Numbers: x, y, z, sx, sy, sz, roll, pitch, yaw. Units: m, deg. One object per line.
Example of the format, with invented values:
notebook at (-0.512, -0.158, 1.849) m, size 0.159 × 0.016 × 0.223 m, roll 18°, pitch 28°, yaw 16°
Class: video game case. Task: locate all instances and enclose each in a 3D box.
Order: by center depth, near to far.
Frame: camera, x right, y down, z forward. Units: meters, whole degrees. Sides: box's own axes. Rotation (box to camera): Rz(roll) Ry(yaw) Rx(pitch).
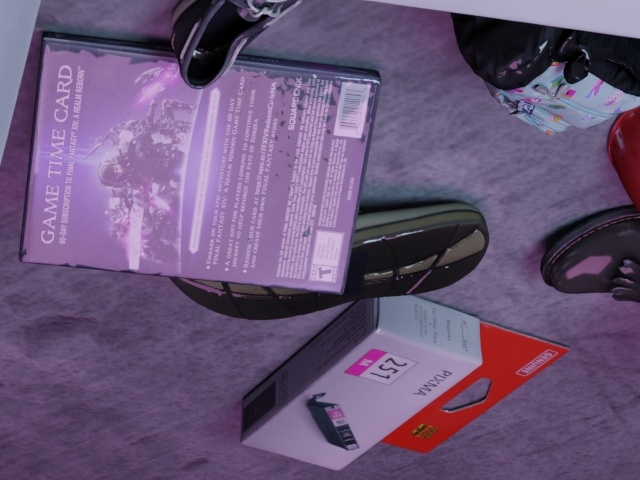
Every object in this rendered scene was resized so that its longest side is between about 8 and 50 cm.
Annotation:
video game case at (-0.100, -0.060, 1.511) m, size 0.274 × 0.026 × 0.196 m, roll 6°, pitch 112°, yaw -8°

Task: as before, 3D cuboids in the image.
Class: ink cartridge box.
ink cartridge box at (0.085, 0.162, 1.903) m, size 0.239 × 0.060 × 0.275 m, roll 19°, pitch 141°, yaw -25°

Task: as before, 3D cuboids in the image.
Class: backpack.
backpack at (0.175, -0.155, 1.376) m, size 0.115 × 0.152 × 0.182 m, roll -17°, pitch 155°, yaw 32°

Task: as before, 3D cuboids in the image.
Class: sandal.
sandal at (0.001, 0.001, 1.648) m, size 0.303 × 0.086 × 0.120 m, roll -4°, pitch 141°, yaw -20°

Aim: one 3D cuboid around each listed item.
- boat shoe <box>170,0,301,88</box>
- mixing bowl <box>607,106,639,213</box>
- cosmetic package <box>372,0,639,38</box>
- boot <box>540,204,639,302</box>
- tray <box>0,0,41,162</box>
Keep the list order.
boat shoe at (-0.041, -0.182, 1.382) m, size 0.075 × 0.065 × 0.206 m, roll 24°, pitch 139°, yaw -32°
mixing bowl at (0.336, -0.050, 1.555) m, size 0.181 × 0.098 × 0.181 m, roll 0°, pitch 146°, yaw 0°
cosmetic package at (0.138, -0.262, 1.190) m, size 0.385 × 0.156 × 0.217 m, roll 6°, pitch 146°, yaw -12°
boot at (0.331, 0.081, 1.631) m, size 0.263 × 0.229 × 0.091 m, roll -9°, pitch 145°, yaw 12°
tray at (-0.277, -0.121, 1.294) m, size 0.030 × 0.270 × 0.145 m, roll -14°, pitch 145°, yaw 36°
